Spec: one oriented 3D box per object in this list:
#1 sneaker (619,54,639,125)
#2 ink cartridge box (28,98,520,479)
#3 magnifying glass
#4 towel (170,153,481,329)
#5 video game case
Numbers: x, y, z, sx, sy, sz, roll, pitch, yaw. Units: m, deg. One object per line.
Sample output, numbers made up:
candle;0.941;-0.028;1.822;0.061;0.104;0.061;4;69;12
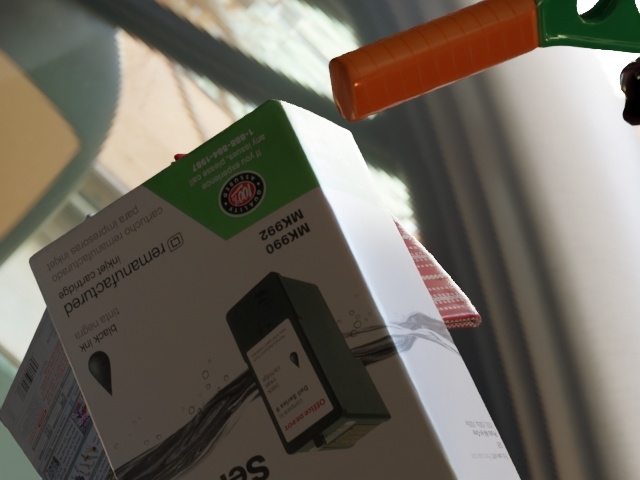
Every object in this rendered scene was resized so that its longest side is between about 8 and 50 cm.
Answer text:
sneaker;0.419;-0.217;1.573;0.162;0.106;0.281;-24;153;-43
ink cartridge box;-0.028;0.091;0.936;0.211;0.289;0.121;-32;161;17
magnifying glass;0.109;-0.105;0.636;0.231;0.092;0.026;-24;-142;-19
towel;0.000;0.000;1.354;0.198;0.275;0.031;-5;130;-37
video game case;-0.212;0.150;1.505;0.244;0.061;0.269;45;-63;39
